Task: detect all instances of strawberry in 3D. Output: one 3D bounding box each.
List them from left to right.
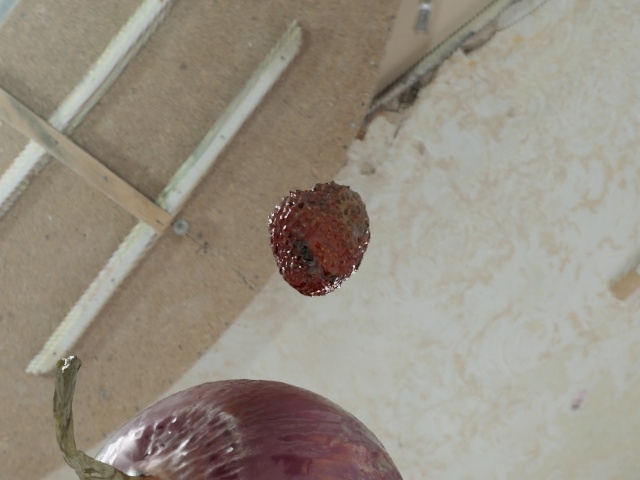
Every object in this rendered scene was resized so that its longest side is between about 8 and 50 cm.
[{"bbox_3d":[0.000,0.000,0.706,0.083,0.083,0.096,55,-143,-31],"label":"strawberry"}]

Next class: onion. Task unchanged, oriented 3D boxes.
[{"bbox_3d":[-0.108,0.284,0.787,0.344,0.358,0.358,19,-80,-23],"label":"onion"}]
